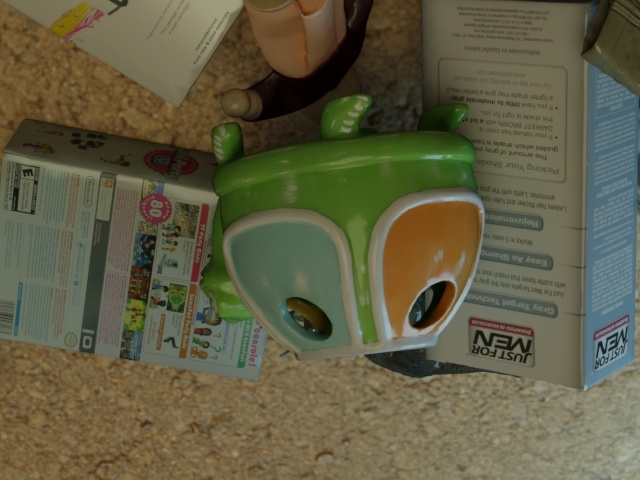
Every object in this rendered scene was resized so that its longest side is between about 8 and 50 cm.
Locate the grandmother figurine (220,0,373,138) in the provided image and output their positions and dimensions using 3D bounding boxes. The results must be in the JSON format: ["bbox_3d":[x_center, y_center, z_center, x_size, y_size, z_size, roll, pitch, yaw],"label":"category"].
[{"bbox_3d":[-0.012,-0.186,1.518,0.208,0.342,0.104,-37,70,-4],"label":"grandmother figurine"}]

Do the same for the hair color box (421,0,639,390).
[{"bbox_3d":[0.207,-0.057,1.578,0.185,0.113,0.374,9,107,36],"label":"hair color box"}]

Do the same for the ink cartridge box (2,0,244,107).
[{"bbox_3d":[-0.185,-0.278,1.539,0.232,0.171,0.168,31,113,-11],"label":"ink cartridge box"}]

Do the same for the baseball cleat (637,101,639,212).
[{"bbox_3d":[0.353,-0.073,1.667,0.206,0.072,0.109,34,106,-17],"label":"baseball cleat"}]

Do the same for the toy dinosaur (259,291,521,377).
[{"bbox_3d":[0.089,0.082,1.745,0.313,0.121,0.160,29,114,-36],"label":"toy dinosaur"}]

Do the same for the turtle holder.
[{"bbox_3d":[-0.001,-0.001,1.505,0.320,0.243,0.227,-8,86,18],"label":"turtle holder"}]

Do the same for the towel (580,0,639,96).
[{"bbox_3d":[0.414,-0.212,1.505,0.324,0.056,0.312,33,70,-16],"label":"towel"}]

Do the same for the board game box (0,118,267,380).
[{"bbox_3d":[-0.194,0.012,1.723,0.303,0.097,0.224,11,116,-2],"label":"board game box"}]
